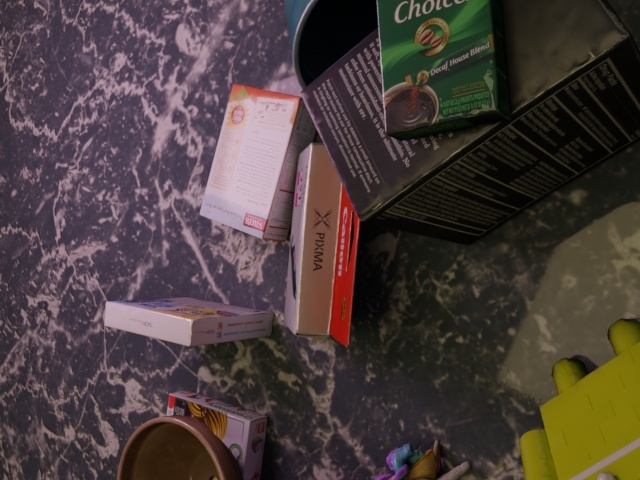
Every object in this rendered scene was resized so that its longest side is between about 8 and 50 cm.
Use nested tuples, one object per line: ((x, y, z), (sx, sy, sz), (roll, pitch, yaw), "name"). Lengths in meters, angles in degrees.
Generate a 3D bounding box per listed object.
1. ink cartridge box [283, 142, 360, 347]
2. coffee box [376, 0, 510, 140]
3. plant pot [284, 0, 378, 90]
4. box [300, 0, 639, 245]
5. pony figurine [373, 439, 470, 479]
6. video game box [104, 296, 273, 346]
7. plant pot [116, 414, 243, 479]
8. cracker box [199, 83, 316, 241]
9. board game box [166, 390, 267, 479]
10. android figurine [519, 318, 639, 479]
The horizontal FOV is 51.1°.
((0.000, 0.000, 0.943), (0.060, 0.239, 0.275), (5, 89, -9), "ink cartridge box")
((0.108, -0.191, 0.612), (0.113, 0.040, 0.184), (-6, 82, 33), "coffee box")
((0.066, -0.347, 0.900), (0.272, 0.272, 0.255), (-37, 52, 28), "plant pot")
((0.194, -0.153, 0.755), (0.294, 0.296, 0.182), (-34, 68, 26), "box")
((0.035, 0.444, 0.838), (0.351, 0.303, 0.363), (-13, 49, 13), "pony figurine")
((-0.213, 0.129, 1.094), (0.205, 0.187, 0.048), (5, 89, 36), "video game box")
((-0.199, 0.387, 1.044), (0.237, 0.110, 0.237), (-2, 86, 33), "plant pot")
((-0.101, -0.129, 1.108), (0.156, 0.067, 0.232), (21, 97, 36), "cracker box")
((-0.193, 0.429, 1.137), (0.193, 0.053, 0.305), (6, 90, 35), "board game box")
((0.314, 0.195, 0.683), (0.056, 0.273, 0.248), (41, 117, -13), "android figurine")
